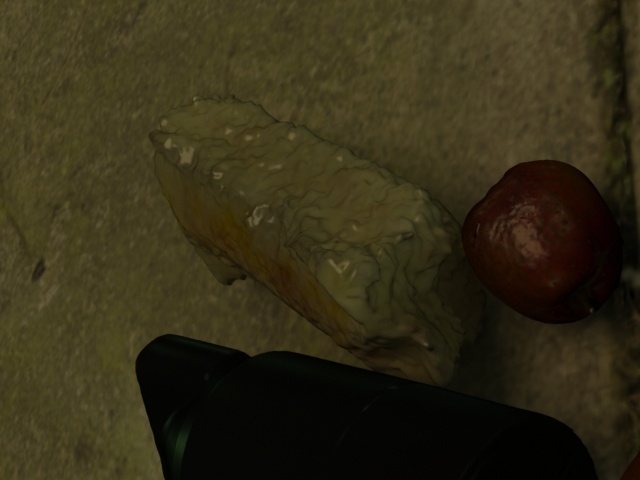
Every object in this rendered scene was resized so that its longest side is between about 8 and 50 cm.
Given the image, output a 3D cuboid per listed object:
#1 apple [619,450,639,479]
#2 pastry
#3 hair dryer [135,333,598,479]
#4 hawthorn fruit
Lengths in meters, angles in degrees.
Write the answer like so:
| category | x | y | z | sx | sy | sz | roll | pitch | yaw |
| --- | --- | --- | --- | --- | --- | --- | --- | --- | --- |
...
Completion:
| category | x | y | z | sx | sy | sz | roll | pitch | yaw |
| --- | --- | --- | --- | --- | --- | --- | --- | --- | --- |
| apple | 0.190 | 0.119 | 0.413 | 0.253 | 0.253 | 0.253 | -23 | 59 | 43 |
| pastry | -0.004 | -0.004 | 0.786 | 0.089 | 0.121 | 0.258 | -50 | 34 | -11 |
| hair dryer | -0.058 | 0.166 | 0.656 | 0.244 | 0.116 | 0.302 | 7 | 37 | 46 |
| hawthorn fruit | 0.106 | 0.001 | 0.695 | 0.077 | 0.077 | 0.077 | -23 | 59 | 43 |
